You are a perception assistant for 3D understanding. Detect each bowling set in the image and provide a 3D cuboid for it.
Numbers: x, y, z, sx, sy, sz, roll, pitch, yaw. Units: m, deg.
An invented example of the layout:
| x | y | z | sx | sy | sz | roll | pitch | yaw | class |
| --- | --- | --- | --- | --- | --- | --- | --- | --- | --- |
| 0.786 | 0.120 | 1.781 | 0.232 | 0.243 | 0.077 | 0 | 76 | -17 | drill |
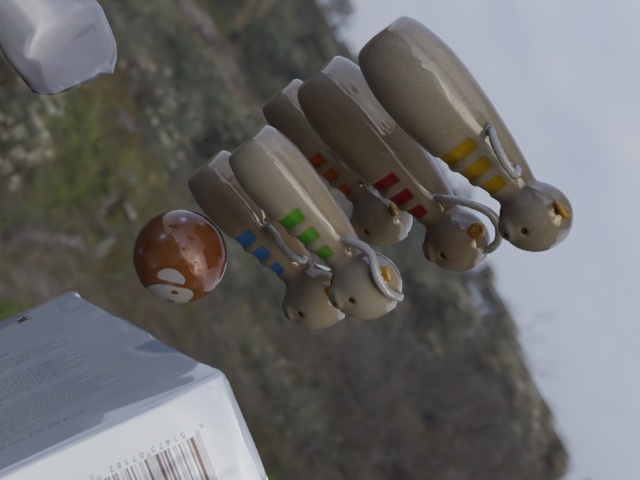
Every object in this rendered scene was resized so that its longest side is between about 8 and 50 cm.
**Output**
| x | y | z | sx | sy | sz | roll | pitch | yaw | class |
| --- | --- | --- | --- | --- | --- | --- | --- | --- | --- |
| 0.000 | 0.000 | 1.137 | 0.154 | 0.200 | 0.287 | 49 | -12 | -7 | bowling set |

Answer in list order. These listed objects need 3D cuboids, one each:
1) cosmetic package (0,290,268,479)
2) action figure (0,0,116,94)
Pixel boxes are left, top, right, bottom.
| x | y | z | sx | sy | sz | roll | pitch | yaw | class |
| --- | --- | --- | --- | --- | --- | --- | --- | --- | --- |
| -0.237 | 0.152 | 0.891 | 0.284 | 0.377 | 0.097 | 21 | -47 | 68 | cosmetic package |
| -0.095 | -0.240 | 0.537 | 0.330 | 0.341 | 0.178 | 37 | 12 | 38 | action figure |
